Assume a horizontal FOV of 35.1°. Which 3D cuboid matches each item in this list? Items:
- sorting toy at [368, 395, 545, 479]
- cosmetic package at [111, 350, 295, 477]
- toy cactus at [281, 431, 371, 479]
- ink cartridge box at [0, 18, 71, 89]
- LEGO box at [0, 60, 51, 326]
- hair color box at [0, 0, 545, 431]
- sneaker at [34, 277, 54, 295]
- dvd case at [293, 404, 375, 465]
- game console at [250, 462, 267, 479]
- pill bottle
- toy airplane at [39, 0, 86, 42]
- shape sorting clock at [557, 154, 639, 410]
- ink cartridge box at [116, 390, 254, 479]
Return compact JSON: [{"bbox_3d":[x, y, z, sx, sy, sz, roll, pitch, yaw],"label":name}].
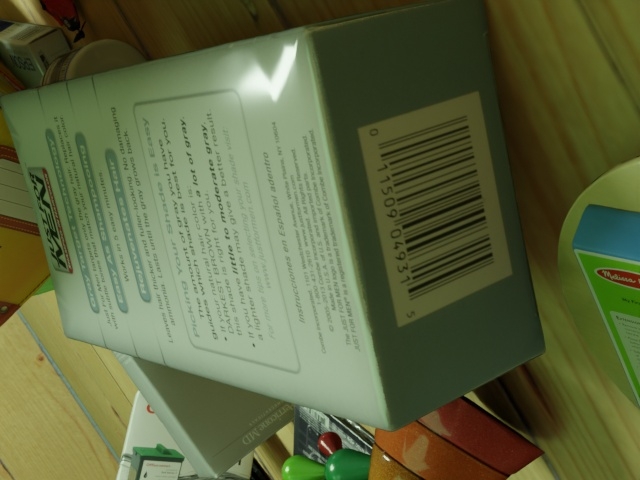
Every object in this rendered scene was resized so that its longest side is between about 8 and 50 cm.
[{"bbox_3d":[-0.008,0.116,0.756,0.127,0.126,0.366,34,176,-41],"label":"sorting toy"},{"bbox_3d":[-0.139,0.128,1.094,0.238,0.127,0.107,52,159,2],"label":"cosmetic package"},{"bbox_3d":[0.073,0.211,0.828,0.219,0.112,0.180,33,126,31],"label":"toy cactus"},{"bbox_3d":[-0.298,-0.138,1.144,0.223,0.045,0.224,21,141,54],"label":"ink cartridge box"},{"bbox_3d":[-0.431,-0.174,0.743,0.372,0.193,0.500,43,177,36],"label":"LEGO box"},{"bbox_3d":[-0.056,-0.022,0.609,0.374,0.114,0.185,3,109,53],"label":"hair color box"},{"bbox_3d":[-0.429,-0.124,1.096,0.483,0.202,0.185,47,156,24],"label":"sneaker"},{"bbox_3d":[0.025,0.273,1.018,0.164,0.018,0.221,31,128,45],"label":"dvd case"},{"bbox_3d":[-0.158,0.274,1.455,0.361,0.044,0.213,50,158,12],"label":"game console"},{"bbox_3d":[-0.207,-0.136,0.916,0.137,0.078,0.078,8,129,62],"label":"pill bottle"},{"bbox_3d":[-0.263,-0.249,0.935,0.151,0.028,0.151,45,157,25],"label":"toy airplane"},{"bbox_3d":[0.189,0.045,0.413,0.206,0.040,0.206,35,156,18],"label":"shape sorting clock"},{"bbox_3d":[-0.171,0.306,1.234,0.160,0.219,0.092,12,157,-8],"label":"ink cartridge box"}]
